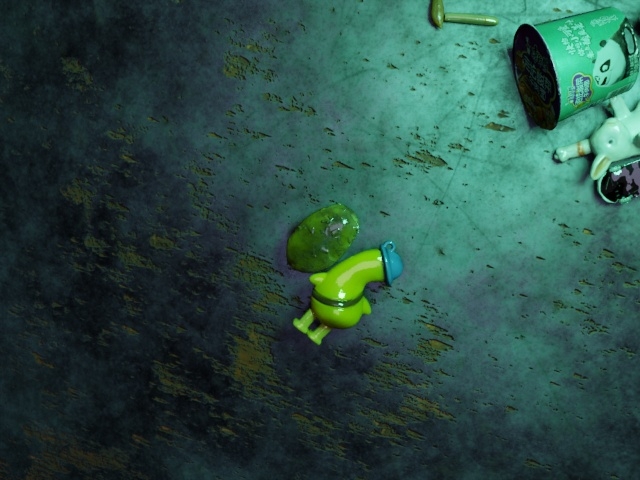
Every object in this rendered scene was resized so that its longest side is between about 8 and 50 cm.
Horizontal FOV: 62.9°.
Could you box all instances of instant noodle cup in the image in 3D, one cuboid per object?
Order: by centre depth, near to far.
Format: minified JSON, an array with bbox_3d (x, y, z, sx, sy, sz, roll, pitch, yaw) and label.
[{"bbox_3d":[0.578,-0.399,1.188,0.190,0.251,0.251,-18,97,6],"label":"instant noodle cup"}]

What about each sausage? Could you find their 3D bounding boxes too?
[{"bbox_3d":[0.376,-0.551,1.300,0.133,0.024,0.024,9,103,10],"label":"sausage"}]

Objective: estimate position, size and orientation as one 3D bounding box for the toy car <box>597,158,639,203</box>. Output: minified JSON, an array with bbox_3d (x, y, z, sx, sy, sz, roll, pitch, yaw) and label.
[{"bbox_3d":[0.784,-0.157,1.278,0.205,0.056,0.095,-20,97,18],"label":"toy car"}]

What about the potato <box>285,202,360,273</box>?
[{"bbox_3d":[0.000,0.000,1.440,0.251,0.113,0.149,-37,91,16],"label":"potato"}]

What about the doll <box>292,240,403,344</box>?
[{"bbox_3d":[0.074,0.134,1.437,0.199,0.145,0.363,39,103,-16],"label":"doll"}]

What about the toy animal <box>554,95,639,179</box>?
[{"bbox_3d":[0.710,-0.251,1.230,0.283,0.140,0.138,-18,137,10],"label":"toy animal"}]

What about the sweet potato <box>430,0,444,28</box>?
[{"bbox_3d":[0.292,-0.577,1.309,0.034,0.034,0.095,-5,90,13],"label":"sweet potato"}]
